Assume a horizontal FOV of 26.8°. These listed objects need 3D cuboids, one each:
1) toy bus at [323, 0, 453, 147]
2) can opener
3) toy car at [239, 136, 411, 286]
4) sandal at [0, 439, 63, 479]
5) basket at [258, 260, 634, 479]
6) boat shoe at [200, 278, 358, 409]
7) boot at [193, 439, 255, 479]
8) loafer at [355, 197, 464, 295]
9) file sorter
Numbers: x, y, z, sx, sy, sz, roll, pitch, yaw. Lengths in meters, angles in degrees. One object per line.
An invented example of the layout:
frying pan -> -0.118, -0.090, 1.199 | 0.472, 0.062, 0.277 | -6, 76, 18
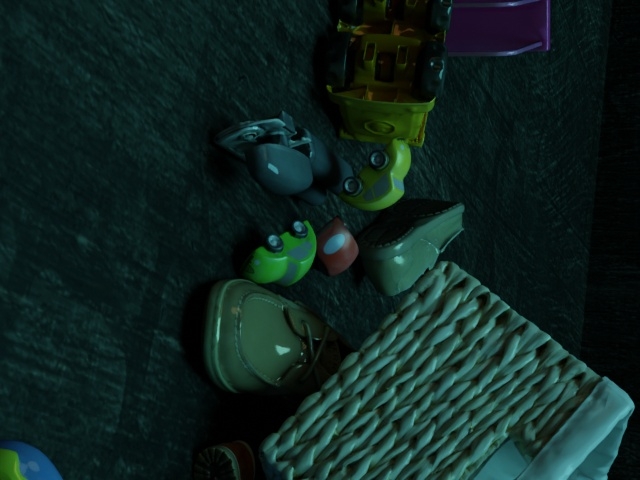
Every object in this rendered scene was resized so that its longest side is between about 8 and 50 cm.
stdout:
toy bus -> 0.093, -0.225, 1.745 | 0.211, 0.149, 0.220 | 80, 18, -64
can opener -> -0.030, -0.071, 1.489 | 0.283, 0.076, 0.095 | 30, 44, -67
toy car -> 0.000, 0.000, 1.522 | 0.225, 0.053, 0.239 | -31, 163, -42
sandal -> -0.213, 0.266, 1.021 | 0.138, 0.126, 0.317 | -66, 159, -51
basket -> 0.133, 0.255, 1.482 | 0.328, 0.266, 0.331 | -44, 160, -15
boat shoe -> -0.030, 0.118, 1.479 | 0.341, 0.110, 0.122 | 35, 60, -66
boot -> -0.093, 0.288, 1.415 | 0.084, 0.059, 0.158 | -14, 104, -74
loafer -> 0.127, 0.005, 1.912 | 0.268, 0.102, 0.092 | -29, 121, -55
file sorter -> 0.210, -0.410, 1.927 | 0.182, 0.202, 0.291 | -30, 120, -64
